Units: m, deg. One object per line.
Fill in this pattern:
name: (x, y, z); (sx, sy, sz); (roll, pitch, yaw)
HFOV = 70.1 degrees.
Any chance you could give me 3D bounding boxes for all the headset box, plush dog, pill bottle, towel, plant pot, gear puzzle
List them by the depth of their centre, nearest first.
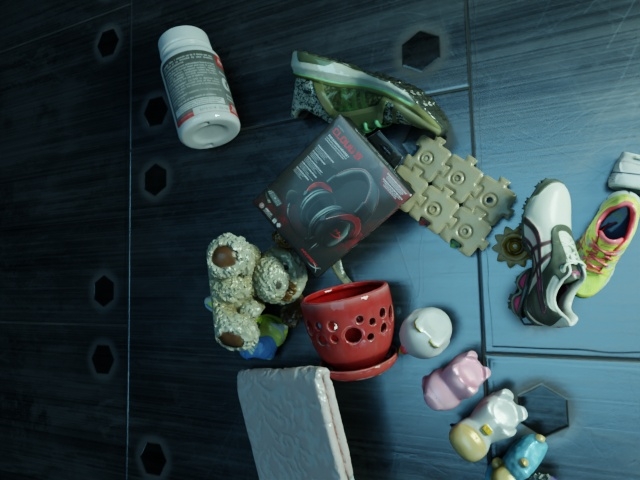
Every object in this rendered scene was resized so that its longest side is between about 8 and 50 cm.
gear puzzle: (0.305, -0.071, 0.954); (0.339, 0.044, 0.175); (39, 101, 19)
headset box: (0.039, -0.102, 0.961); (0.293, 0.110, 0.218); (-41, 86, 18)
plant pot: (0.065, 0.187, 0.961); (0.191, 0.191, 0.174); (-10, 96, 24)
towel: (-0.057, 0.434, 0.998); (0.331, 0.053, 0.317); (-21, 83, 47)
plush dog: (-0.139, 0.093, 1.046); (0.225, 0.210, 0.263); (-6, 103, -14)
pill bottle: (-0.323, -0.401, 1.197); (0.161, 0.161, 0.283); (-23, 77, 22)

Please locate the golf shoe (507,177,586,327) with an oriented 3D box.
golf shoe: (0.432, 0.023, 0.829); (0.120, 0.105, 0.273); (-166, 80, -69)

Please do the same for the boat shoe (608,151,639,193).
boat shoe: (0.628, -0.107, 0.779); (0.226, 0.083, 0.076); (17, 94, 26)

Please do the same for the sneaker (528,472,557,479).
sneaker: (0.403, 0.576, 0.833); (0.146, 0.102, 0.294); (24, 101, 20)

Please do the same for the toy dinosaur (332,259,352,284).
toy dinosaur: (0.000, 0.000, 1.077); (0.118, 0.064, 0.268); (-16, 83, 16)

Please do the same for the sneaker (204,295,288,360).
sneaker: (-0.201, 0.224, 1.134); (0.240, 0.091, 0.126); (18, 95, 24)

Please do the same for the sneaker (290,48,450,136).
sneaker: (0.092, -0.289, 1.030); (0.410, 0.158, 0.182); (30, 118, 26)

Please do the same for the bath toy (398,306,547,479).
bath toy: (0.268, 0.299, 0.900); (0.348, 0.151, 0.129); (55, 152, 16)

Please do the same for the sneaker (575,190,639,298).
sneaker: (0.501, 0.010, 0.816); (0.081, 0.094, 0.209); (22, 107, 24)
